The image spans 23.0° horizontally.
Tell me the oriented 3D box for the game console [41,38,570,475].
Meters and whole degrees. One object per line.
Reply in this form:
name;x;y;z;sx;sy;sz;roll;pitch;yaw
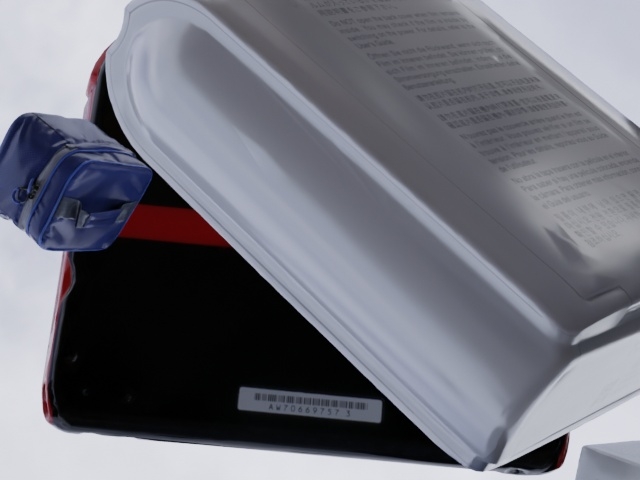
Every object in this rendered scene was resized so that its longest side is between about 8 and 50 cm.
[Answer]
game console;0.000;0.000;1.197;0.387;0.060;0.342;5;-113;-3

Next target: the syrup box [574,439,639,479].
syrup box;0.296;0.212;1.236;0.237;0.096;0.093;5;-82;-48

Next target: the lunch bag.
lunch bag;-0.150;-0.032;0.937;0.067;0.065;0.098;-61;-20;14

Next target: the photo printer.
photo printer;0.055;-0.039;0.809;0.307;0.107;0.256;43;-148;22
